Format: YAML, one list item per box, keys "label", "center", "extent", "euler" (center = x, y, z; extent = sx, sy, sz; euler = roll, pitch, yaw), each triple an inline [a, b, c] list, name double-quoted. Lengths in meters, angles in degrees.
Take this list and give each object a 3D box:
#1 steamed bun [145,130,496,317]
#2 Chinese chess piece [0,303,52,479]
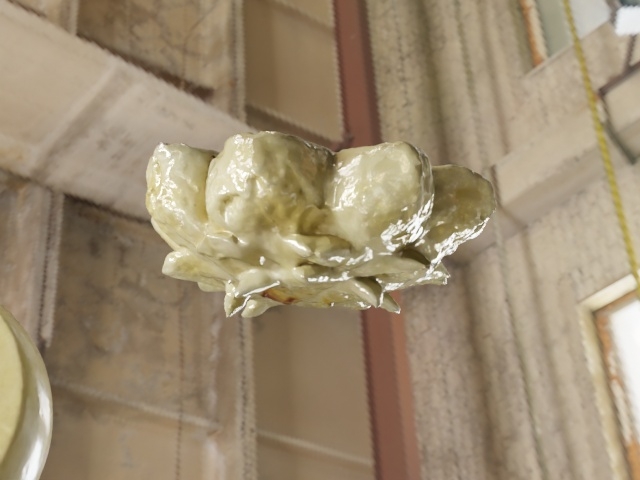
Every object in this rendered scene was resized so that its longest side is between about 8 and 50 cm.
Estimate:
- label: "steamed bun"
  center: [0.000, 0.000, 0.950]
  extent: [0.295, 0.292, 0.137]
  euler: [12, -106, -38]
- label: "Chinese chess piece"
  center: [-0.335, 0.145, 0.874]
  extent: [0.250, 0.097, 0.251]
  euler: [-1, -119, 2]
